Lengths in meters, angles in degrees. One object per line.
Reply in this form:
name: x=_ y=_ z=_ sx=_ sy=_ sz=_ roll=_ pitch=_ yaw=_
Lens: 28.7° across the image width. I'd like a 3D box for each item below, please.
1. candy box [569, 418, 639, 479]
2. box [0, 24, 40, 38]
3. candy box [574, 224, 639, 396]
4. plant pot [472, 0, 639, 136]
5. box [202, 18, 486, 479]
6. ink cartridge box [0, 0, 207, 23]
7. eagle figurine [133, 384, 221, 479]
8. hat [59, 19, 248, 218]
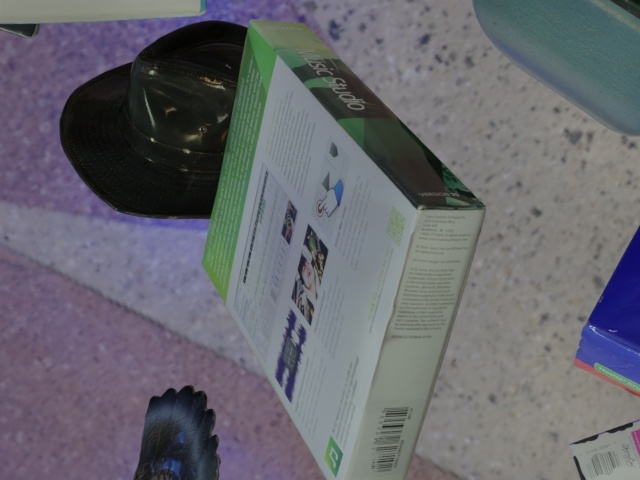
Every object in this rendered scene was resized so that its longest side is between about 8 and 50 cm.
candy box: x=0.408 y=0.235 z=1.436 sx=0.196 sy=0.165 sz=0.070 roll=-25 pitch=70 yaw=24
box: x=-0.480 y=-0.536 z=1.370 sx=0.479 sy=0.297 sz=0.472 roll=17 pitch=103 yaw=-24
candy box: x=0.433 y=0.032 z=1.187 sx=0.268 sy=0.317 sz=0.122 roll=27 pitch=158 yaw=20
plant pot: x=0.294 y=-0.245 z=1.191 sx=0.247 sy=0.247 sz=0.252 roll=37 pitch=162 yaw=13
box: x=0.000 y=0.000 z=0.935 sx=0.322 sy=0.058 sz=0.232 roll=53 pitch=136 yaw=51
ink cartridge box: x=-0.227 y=-0.294 z=1.087 sx=0.270 sy=0.197 sz=0.198 roll=-150 pitch=56 yaw=-68
eagle figurine: x=-0.191 y=0.297 z=1.186 sx=0.226 sy=0.298 sz=0.225 roll=25 pitch=145 yaw=53
hat: x=-0.129 y=-0.164 z=1.416 sx=0.331 sy=0.331 sz=0.134 roll=29 pitch=139 yaw=17
